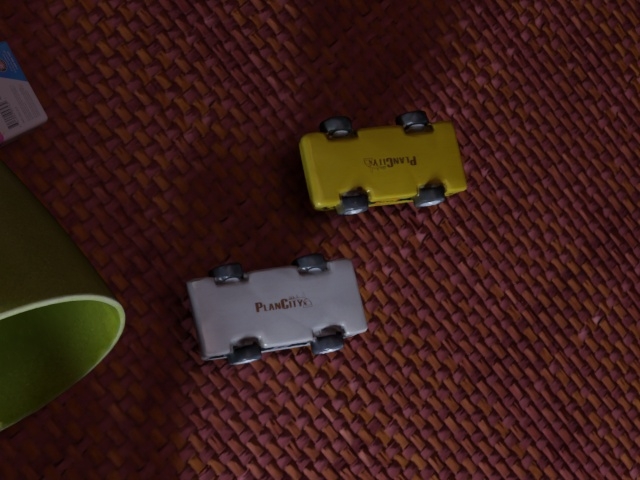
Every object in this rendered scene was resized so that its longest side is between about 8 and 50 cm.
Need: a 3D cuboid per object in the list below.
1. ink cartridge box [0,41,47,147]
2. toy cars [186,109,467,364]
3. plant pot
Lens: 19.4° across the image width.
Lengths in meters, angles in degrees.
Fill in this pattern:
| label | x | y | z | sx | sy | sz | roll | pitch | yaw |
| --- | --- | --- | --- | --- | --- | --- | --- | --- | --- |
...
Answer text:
| label | x | y | z | sx | sy | sz | roll | pitch | yaw |
| --- | --- | --- | --- | --- | --- | --- | --- | --- | --- |
| ink cartridge box | -0.339 | -0.124 | 1.790 | 0.122 | 0.052 | 0.088 | -30 | 93 | -35 |
| toy cars | 0.000 | 0.000 | 1.950 | 0.176 | 0.087 | 0.393 | 42 | 62 | -9 |
| plant pot | -0.358 | 0.005 | 1.637 | 0.275 | 0.275 | 0.293 | -18 | 69 | -34 |
